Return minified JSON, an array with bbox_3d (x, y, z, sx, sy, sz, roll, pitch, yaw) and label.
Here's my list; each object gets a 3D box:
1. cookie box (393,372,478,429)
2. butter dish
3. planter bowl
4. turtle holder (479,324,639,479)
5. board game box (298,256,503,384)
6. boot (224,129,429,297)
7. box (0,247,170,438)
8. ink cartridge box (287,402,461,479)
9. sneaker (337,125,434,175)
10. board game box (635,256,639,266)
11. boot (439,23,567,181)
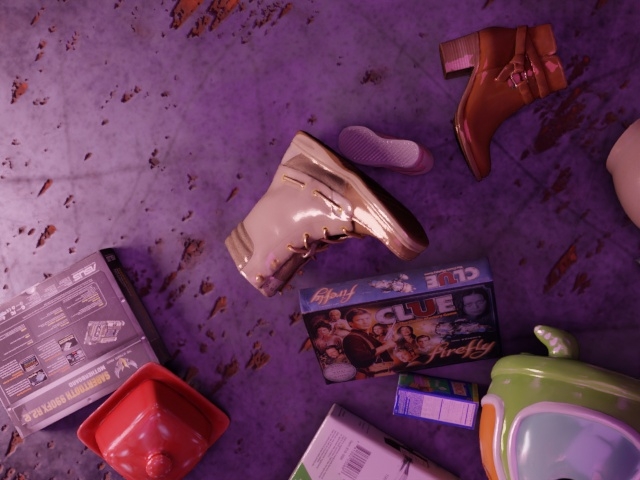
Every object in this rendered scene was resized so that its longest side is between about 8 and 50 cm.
[{"bbox_3d":[0.154,0.210,1.427,0.107,0.092,0.040,10,99,5],"label":"cookie box"},{"bbox_3d":[-0.220,0.275,1.442,0.160,0.118,0.160,-43,115,8],"label":"butter dish"},{"bbox_3d":[0.431,-0.093,1.355,0.162,0.162,0.109,-48,61,7],"label":"planter bowl"},{"bbox_3d":[0.349,0.265,1.326,0.320,0.243,0.227,23,72,-11],"label":"turtle holder"},{"bbox_3d":[0.108,0.108,1.399,0.243,0.042,0.165,-10,137,7],"label":"board game box"},{"bbox_3d":[0.000,0.000,1.384,0.262,0.095,0.203,42,99,35],"label":"boot"},{"bbox_3d":[-0.353,0.142,1.495,0.231,0.056,0.183,-29,91,7],"label":"box"},{"bbox_3d":[0.067,0.340,1.446,0.208,0.087,0.153,31,96,4],"label":"ink cartridge box"},{"bbox_3d":[0.091,-0.116,1.437,0.134,0.070,0.051,16,91,35],"label":"sneaker"},{"bbox_3d":[0.507,0.080,1.391,0.194,0.060,0.194,-36,88,9],"label":"board game box"},{"bbox_3d":[0.246,-0.183,1.402,0.152,0.073,0.197,-10,95,3],"label":"boot"}]
